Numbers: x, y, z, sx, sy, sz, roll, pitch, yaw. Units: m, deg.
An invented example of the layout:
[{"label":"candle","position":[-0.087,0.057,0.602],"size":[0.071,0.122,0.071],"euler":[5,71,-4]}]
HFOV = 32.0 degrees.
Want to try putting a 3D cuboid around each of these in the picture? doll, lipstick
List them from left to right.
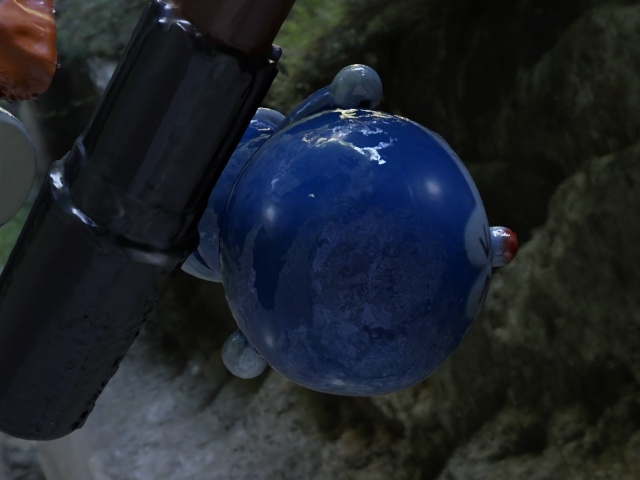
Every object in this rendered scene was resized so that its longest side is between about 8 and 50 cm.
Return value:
[{"label":"lipstick","position":[-0.089,-0.025,0.533],"size":[0.081,0.300,0.081],"euler":[27,27,-15]},{"label":"doll","position":[0.000,0.000,0.679],"size":[0.257,0.161,0.215],"euler":[32,-64,60]}]

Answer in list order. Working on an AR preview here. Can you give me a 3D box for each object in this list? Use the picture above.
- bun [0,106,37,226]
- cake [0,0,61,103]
[{"label":"bun","position":[-0.355,-0.077,1.094],"size":[0.094,0.138,0.138],"euler":[24,-33,37]},{"label":"cake","position":[-0.417,-0.284,1.540],"size":[0.135,0.098,0.287],"euler":[32,30,-20]}]
